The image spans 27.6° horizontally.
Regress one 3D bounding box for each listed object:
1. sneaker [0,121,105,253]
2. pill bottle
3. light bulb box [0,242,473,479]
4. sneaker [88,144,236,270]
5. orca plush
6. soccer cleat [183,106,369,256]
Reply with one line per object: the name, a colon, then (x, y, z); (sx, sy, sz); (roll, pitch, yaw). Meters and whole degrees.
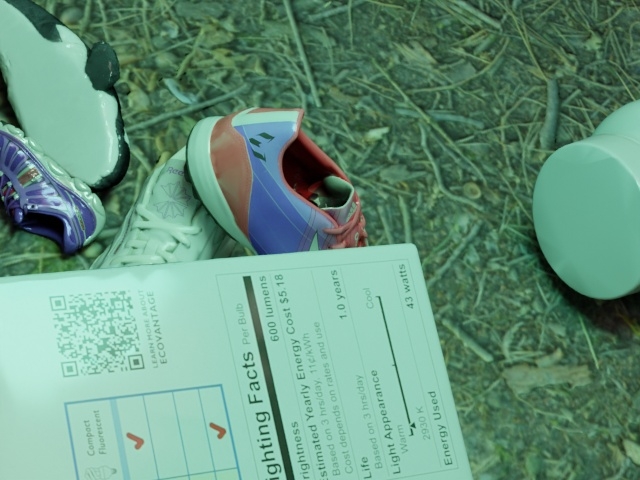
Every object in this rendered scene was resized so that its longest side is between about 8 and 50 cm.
sneaker: (-0.287, -0.052, 1.256); (0.170, 0.068, 0.071); (36, 54, 5)
pill bottle: (0.447, -0.066, 1.492); (0.407, 0.229, 0.229); (-16, 62, -33)
light bulb box: (-0.088, 0.210, 0.979); (0.361, 0.225, 0.358); (-4, 72, -27)
sneaker: (-0.162, 0.011, 1.200); (0.114, 0.152, 0.305); (21, 46, 7)
orca plush: (-0.281, -0.156, 1.352); (0.287, 0.102, 0.151); (37, 92, 20)
soccer cleat: (0.000, 0.000, 1.214); (0.318, 0.116, 0.109); (53, 37, -37)
